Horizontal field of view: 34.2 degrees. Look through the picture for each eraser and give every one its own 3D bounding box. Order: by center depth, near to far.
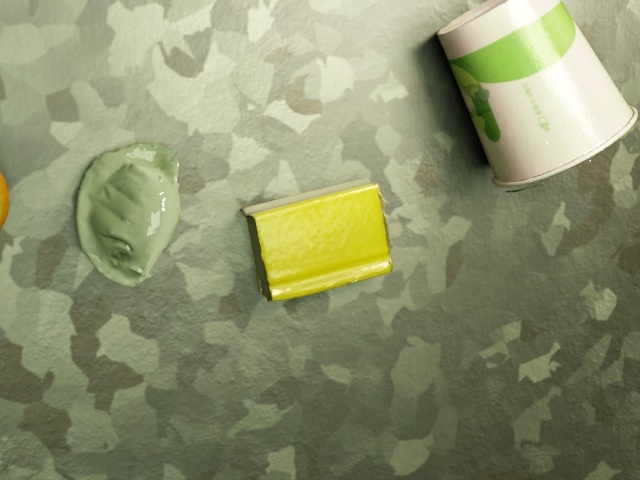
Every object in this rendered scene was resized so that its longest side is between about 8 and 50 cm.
[{"bbox_3d":[0.000,0.000,1.670,0.226,0.069,0.158,-15,104,-13],"label":"eraser"}]

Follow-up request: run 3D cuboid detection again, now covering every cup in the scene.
[{"bbox_3d":[0.328,-0.254,1.629,0.253,0.253,0.274,-31,103,-8],"label":"cup"}]

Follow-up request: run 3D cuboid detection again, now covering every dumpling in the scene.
[{"bbox_3d":[-0.279,-0.041,1.566,0.108,0.153,0.219,35,71,-63],"label":"dumpling"}]

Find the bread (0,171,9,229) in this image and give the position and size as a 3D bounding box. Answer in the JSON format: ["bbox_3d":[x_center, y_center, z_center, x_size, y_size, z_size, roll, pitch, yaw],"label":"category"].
[{"bbox_3d":[-0.569,-0.037,1.444,0.270,0.143,0.195,-27,107,-12],"label":"bread"}]
